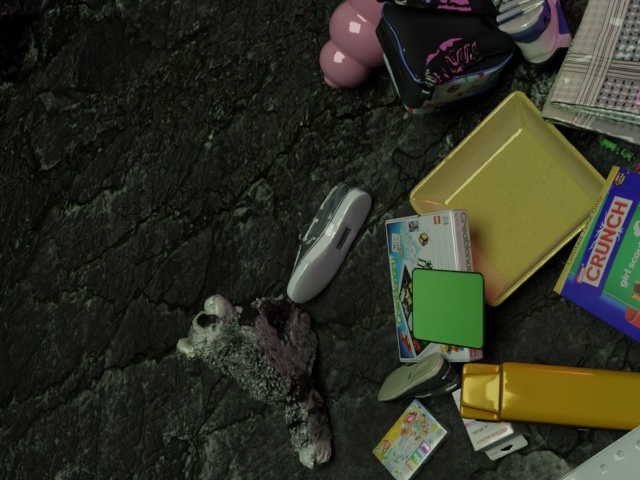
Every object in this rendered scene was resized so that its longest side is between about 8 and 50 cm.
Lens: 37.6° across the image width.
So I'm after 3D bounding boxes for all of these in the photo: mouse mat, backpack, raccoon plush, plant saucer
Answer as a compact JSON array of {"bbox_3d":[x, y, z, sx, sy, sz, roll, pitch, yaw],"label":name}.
[{"bbox_3d":[0.254,0.134,1.882,0.189,0.007,0.153,4,95,49],"label":"mouse mat"},{"bbox_3d":[0.270,-0.406,2.012,0.263,0.213,0.277,-15,72,-10],"label":"backpack"},{"bbox_3d":[-0.173,0.328,2.163,0.299,0.216,0.447,-26,64,36],"label":"raccoon plush"},{"bbox_3d":[0.394,-0.082,1.934,0.333,0.081,0.333,-45,57,17],"label":"plant saucer"}]

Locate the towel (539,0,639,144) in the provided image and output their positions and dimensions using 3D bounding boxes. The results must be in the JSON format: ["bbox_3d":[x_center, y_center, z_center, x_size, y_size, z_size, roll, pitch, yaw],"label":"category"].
[{"bbox_3d":[0.619,-0.340,1.813,0.312,0.056,0.324,19,82,28],"label":"towel"}]

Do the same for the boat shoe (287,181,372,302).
[{"bbox_3d":[0.000,0.000,2.175,0.102,0.108,0.301,31,92,39],"label":"boat shoe"}]

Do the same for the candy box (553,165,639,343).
[{"bbox_3d":[0.593,0.037,1.650,0.268,0.122,0.317,-68,25,9],"label":"candy box"}]

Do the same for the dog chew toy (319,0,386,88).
[{"bbox_3d":[0.115,-0.497,2.178,0.332,0.206,0.207,-54,54,22],"label":"dog chew toy"}]

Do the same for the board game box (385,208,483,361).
[{"bbox_3d":[0.232,0.097,1.949,0.193,0.053,0.306,-8,87,49],"label":"board game box"}]

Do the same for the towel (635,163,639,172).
[{"bbox_3d":[0.745,-0.138,1.731,0.275,0.031,0.199,44,103,35],"label":"towel"}]

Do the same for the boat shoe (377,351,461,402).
[{"bbox_3d":[0.198,0.303,1.949,0.233,0.079,0.084,-34,24,52],"label":"boat shoe"}]

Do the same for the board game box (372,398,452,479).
[{"bbox_3d":[0.192,0.424,1.975,0.103,0.026,0.154,44,104,34],"label":"board game box"}]

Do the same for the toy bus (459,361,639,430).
[{"bbox_3d":[0.426,0.287,1.723,0.332,0.130,0.108,4,77,7],"label":"toy bus"}]

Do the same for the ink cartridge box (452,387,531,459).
[{"bbox_3d":[0.340,0.350,1.850,0.092,0.090,0.143,-33,60,24],"label":"ink cartridge box"}]

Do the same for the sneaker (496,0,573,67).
[{"bbox_3d":[0.453,-0.467,1.971,0.127,0.182,0.316,-14,41,30],"label":"sneaker"}]

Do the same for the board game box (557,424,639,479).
[{"bbox_3d":[0.619,0.503,1.582,0.390,0.050,0.390,-41,72,20],"label":"board game box"}]

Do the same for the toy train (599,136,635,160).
[{"bbox_3d":[0.586,-0.182,1.859,0.083,0.023,0.017,39,101,35],"label":"toy train"}]
